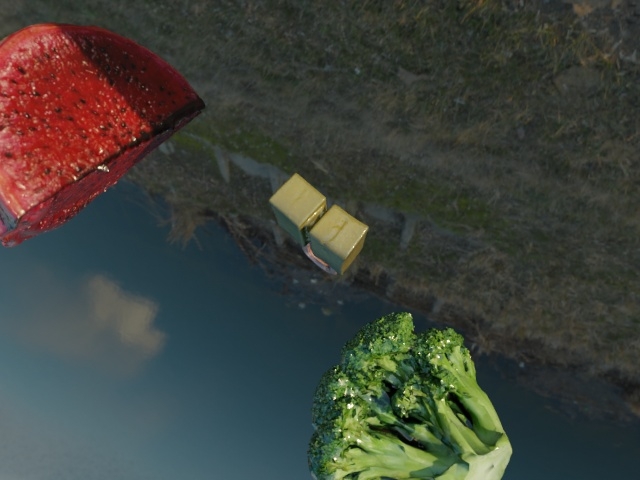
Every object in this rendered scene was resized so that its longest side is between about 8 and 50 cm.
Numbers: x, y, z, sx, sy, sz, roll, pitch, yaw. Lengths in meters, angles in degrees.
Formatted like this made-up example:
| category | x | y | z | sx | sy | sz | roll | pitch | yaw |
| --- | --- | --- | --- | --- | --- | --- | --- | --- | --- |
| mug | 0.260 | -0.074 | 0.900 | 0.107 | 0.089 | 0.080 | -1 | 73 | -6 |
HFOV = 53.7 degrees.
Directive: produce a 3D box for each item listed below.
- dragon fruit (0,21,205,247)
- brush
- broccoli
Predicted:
| category | x | y | z | sx | sy | sz | roll | pitch | yaw |
| --- | --- | --- | --- | --- | --- | --- | --- | --- | --- |
| dragon fruit | -0.235 | -0.107 | 0.596 | 0.162 | 0.261 | 0.189 | 5 | 121 | 32 |
| brush | 0.000 | 0.000 | 0.768 | 0.103 | 0.047 | 0.233 | 39 | 170 | 9 |
| broccoli | 0.122 | 0.257 | 0.883 | 0.308 | 0.308 | 0.275 | 53 | 166 | -31 |
